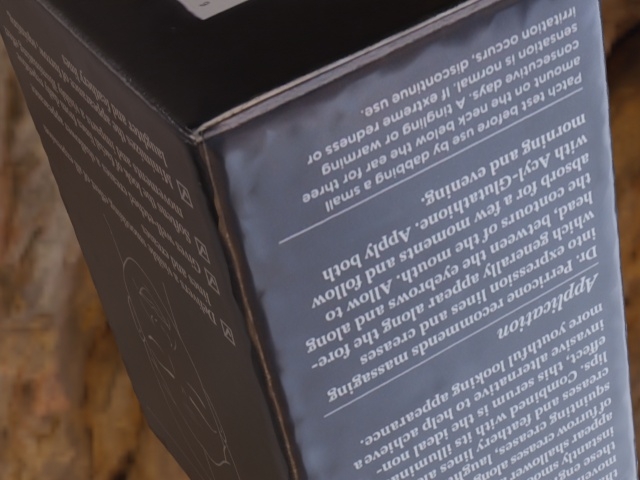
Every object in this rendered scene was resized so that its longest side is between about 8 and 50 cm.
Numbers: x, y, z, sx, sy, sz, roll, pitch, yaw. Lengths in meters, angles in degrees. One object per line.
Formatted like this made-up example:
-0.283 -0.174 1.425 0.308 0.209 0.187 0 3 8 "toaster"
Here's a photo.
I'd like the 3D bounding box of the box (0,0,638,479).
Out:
0.000 0.000 0.837 0.293 0.212 0.395 43 -26 47 "box"
